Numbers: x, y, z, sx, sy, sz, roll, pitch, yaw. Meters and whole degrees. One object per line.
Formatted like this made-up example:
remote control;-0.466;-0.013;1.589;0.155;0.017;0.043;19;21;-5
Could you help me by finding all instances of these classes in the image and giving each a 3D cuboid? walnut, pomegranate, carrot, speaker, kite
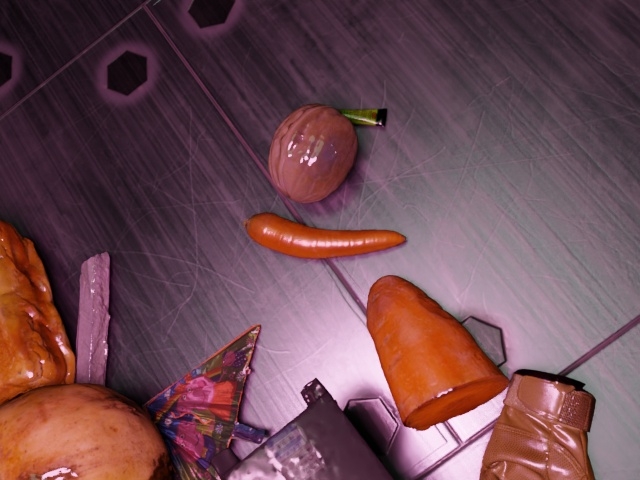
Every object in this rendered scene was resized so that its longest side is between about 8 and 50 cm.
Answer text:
walnut;-0.013;-0.142;1.025;0.140;0.140;0.162;34;78;18
pomegranate;-0.378;0.359;0.921;0.322;0.322;0.322;-3;77;13
carrot;0.000;0.000;1.032;0.271;0.066;0.062;11;124;13
speaker;0.006;0.351;0.846;0.184;0.232;0.254;-34;70;-15
kite;-0.190;0.283;1.024;0.233;0.016;0.321;5;71;24
carrot;0.145;0.151;0.931;0.159;0.159;0.225;-33;58;4

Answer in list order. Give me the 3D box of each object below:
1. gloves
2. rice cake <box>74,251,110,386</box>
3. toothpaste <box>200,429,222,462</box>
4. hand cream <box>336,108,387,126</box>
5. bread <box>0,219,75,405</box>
gloves;0.291;0.342;0.843;0.154;0.141;0.331;17;71;-10
rice cake;-0.393;0.151;1.091;0.055;0.049;0.270;-9;75;27
toothpaste;-0.119;0.383;0.985;0.205;0.036;0.056;36;86;22
hand cream;0.052;-0.212;1.080;0.122;0.023;0.036;4;67;13
bread;-0.546;0.136;1.079;0.195;0.149;0.344;-28;69;1
